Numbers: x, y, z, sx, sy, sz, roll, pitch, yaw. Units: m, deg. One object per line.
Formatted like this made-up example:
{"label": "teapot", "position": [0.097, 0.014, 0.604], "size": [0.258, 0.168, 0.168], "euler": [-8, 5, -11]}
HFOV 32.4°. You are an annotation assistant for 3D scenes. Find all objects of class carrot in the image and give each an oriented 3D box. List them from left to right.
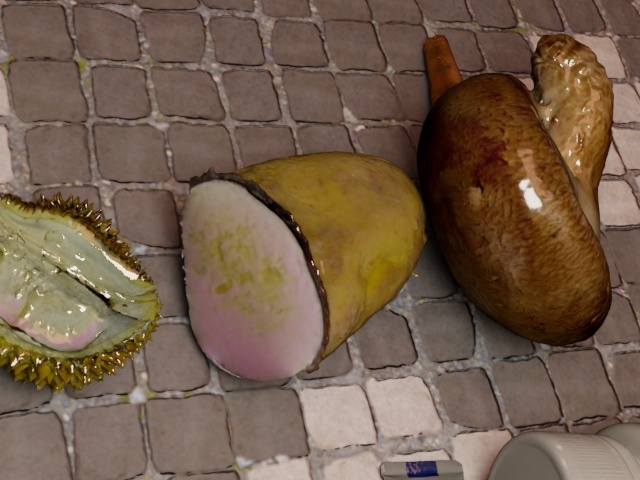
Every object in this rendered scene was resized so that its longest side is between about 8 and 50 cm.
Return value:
{"label": "carrot", "position": [0.165, -0.201, 1.454], "size": [0.055, 0.055, 0.161], "euler": [8, 51, -21]}

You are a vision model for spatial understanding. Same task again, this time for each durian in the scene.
{"label": "durian", "position": [-0.272, 0.043, 1.045], "size": [0.193, 0.138, 0.237], "euler": [-28, 77, -30]}

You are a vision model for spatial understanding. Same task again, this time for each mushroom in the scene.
{"label": "mushroom", "position": [0.223, -0.037, 1.234], "size": [0.345, 0.239, 0.345], "euler": [19, 64, -47]}

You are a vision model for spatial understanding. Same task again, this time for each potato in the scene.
{"label": "potato", "position": [0.000, 0.000, 1.161], "size": [0.266, 0.229, 0.229], "euler": [-25, 73, -46]}

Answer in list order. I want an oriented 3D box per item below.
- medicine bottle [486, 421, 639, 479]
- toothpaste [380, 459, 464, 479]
{"label": "medicine bottle", "position": [0.356, 0.294, 1.142], "size": [0.340, 0.208, 0.208], "euler": [8, 58, -21]}
{"label": "toothpaste", "position": [0.131, 0.346, 1.111], "size": [0.096, 0.061, 0.266], "euler": [3, 53, -22]}
